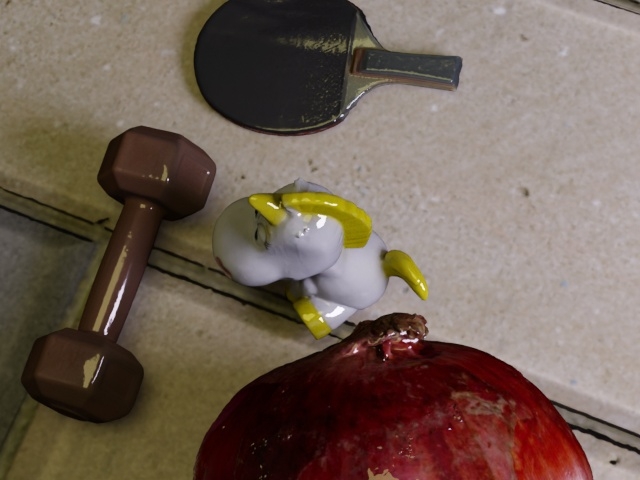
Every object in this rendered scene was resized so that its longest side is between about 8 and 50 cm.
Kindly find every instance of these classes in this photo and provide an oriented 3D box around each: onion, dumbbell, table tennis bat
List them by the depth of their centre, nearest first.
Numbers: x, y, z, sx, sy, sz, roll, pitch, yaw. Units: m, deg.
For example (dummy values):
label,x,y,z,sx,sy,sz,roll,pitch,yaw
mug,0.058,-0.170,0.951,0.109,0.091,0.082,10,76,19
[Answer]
label,x,y,z,sx,sy,sz,roll,pitch,yaw
onion,0.045,0.173,1.307,0.276,0.276,0.276,-3,71,8
dumbbell,-0.155,0.027,1.485,0.082,0.092,0.231,4,70,42
table tennis bat,0.004,-0.143,1.553,0.220,0.019,0.130,6,74,12

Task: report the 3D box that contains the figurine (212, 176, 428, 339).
label,x,y,z,sx,sy,sz,roll,pitch,yaw
figurine,-0.008,0.000,1.427,0.130,0.178,0.109,-6,63,36
